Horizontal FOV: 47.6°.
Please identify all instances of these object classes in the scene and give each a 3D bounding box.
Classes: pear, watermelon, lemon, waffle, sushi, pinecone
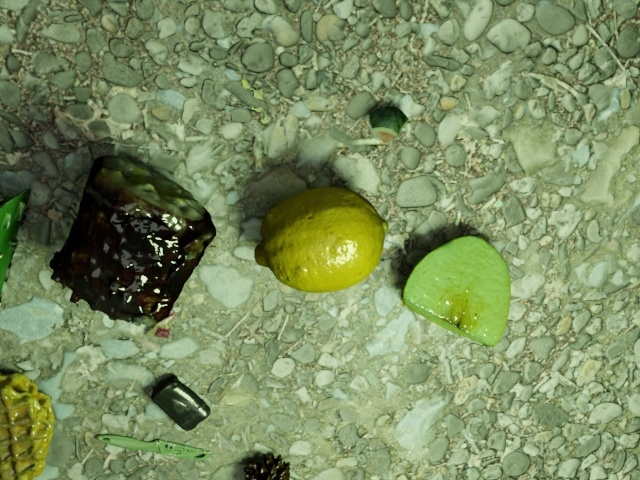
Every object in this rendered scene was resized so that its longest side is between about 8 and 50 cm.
[{"bbox_3d":[0.345,0.104,1.826,0.288,0.139,0.239,29,86,-13],"label":"pear"},{"bbox_3d":[0.154,-0.271,1.705,0.092,0.084,0.072,28,128,19],"label":"watermelon"},{"bbox_3d":[0.000,0.000,1.666,0.320,0.245,0.245,-13,110,4],"label":"lemon"},{"bbox_3d":[-0.776,0.464,1.724,0.261,0.151,0.324,10,109,-18],"label":"waffle"},{"bbox_3d":[-0.402,0.003,1.577,0.299,0.281,0.294,29,101,-3],"label":"sushi"},{"bbox_3d":[-0.141,0.625,1.903,0.121,0.140,0.140,8,108,16],"label":"pinecone"}]

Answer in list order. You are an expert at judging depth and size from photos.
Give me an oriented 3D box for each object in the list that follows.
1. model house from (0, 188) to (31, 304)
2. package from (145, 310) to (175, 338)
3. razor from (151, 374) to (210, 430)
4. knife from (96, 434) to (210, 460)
[{"bbox_3d":[-0.820,0.005,1.526,0.313,0.242,0.357,19,105,-13],"label":"model house"},{"bbox_3d":[-0.392,0.206,1.774,0.059,0.029,0.083,9,116,-21],"label":"package"},{"bbox_3d":[-0.354,0.410,1.831,0.090,0.054,0.148,-41,109,4],"label":"razor"},{"bbox_3d":[-0.429,0.531,1.876,0.293,0.020,0.043,16,102,-15],"label":"knife"}]
